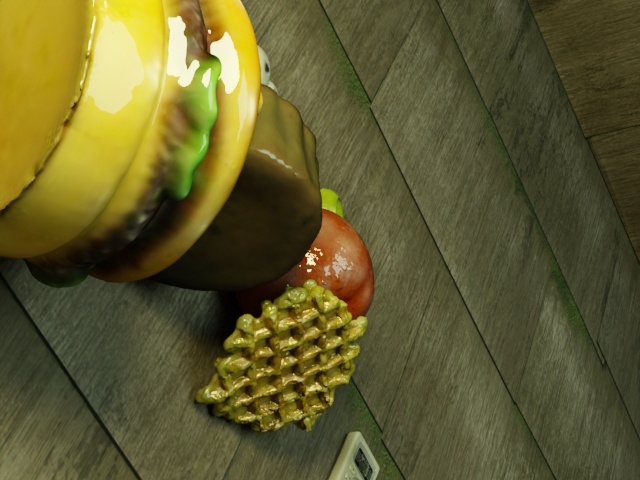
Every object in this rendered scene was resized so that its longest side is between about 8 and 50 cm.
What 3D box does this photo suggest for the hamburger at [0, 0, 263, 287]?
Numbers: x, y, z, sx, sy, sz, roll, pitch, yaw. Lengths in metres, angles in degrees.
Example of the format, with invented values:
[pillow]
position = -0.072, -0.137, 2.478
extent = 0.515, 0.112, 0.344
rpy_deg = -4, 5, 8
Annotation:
[hamburger]
position = -0.243, -0.138, 1.517
extent = 0.277, 0.395, 0.396
rpy_deg = 17, 63, -43

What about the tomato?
[tomato]
position = -0.028, 0.051, 2.044
extent = 0.208, 0.208, 0.184
rpy_deg = 41, 10, -48

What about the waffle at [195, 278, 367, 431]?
[waffle]
position = -0.047, 0.167, 1.952
extent = 0.243, 0.238, 0.059
rpy_deg = 27, 18, -46

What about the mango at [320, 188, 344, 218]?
[mango]
position = 0.000, 0.000, 2.243
extent = 0.091, 0.074, 0.165
rpy_deg = 0, 91, -67

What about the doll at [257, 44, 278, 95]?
[doll]
position = -0.133, -0.165, 2.030
extent = 0.154, 0.119, 0.278
rpy_deg = 48, 44, -63

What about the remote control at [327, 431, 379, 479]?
[remote control]
position = 0.043, 0.390, 2.200
extent = 0.088, 0.029, 0.190
rpy_deg = 63, 32, -24

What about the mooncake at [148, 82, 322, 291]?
[mooncake]
position = -0.140, -0.073, 1.801
extent = 0.290, 0.290, 0.161
rpy_deg = 52, 27, -37
